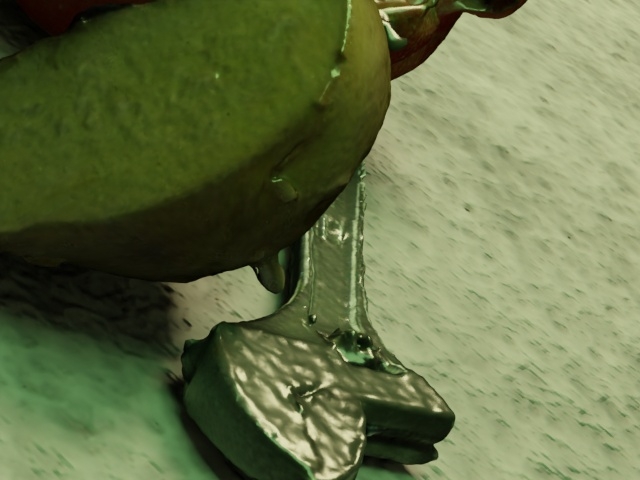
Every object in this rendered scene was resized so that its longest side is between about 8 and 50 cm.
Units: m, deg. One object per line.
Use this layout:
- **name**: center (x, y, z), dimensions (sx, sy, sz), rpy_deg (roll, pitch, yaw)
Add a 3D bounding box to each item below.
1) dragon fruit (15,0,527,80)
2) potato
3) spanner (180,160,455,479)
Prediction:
- **dragon fruit**: center (-0.045, -0.173, 0.696), dimensions (0.295, 0.130, 0.268), rpy_deg (41, 61, 0)
- **potato**: center (-0.053, -0.015, 0.526), dimensions (0.100, 0.172, 0.089), rpy_deg (76, -8, -68)
- **spanner**: center (0.000, 0.000, 0.625), dimensions (0.093, 0.026, 0.325), rpy_deg (26, 25, -13)
